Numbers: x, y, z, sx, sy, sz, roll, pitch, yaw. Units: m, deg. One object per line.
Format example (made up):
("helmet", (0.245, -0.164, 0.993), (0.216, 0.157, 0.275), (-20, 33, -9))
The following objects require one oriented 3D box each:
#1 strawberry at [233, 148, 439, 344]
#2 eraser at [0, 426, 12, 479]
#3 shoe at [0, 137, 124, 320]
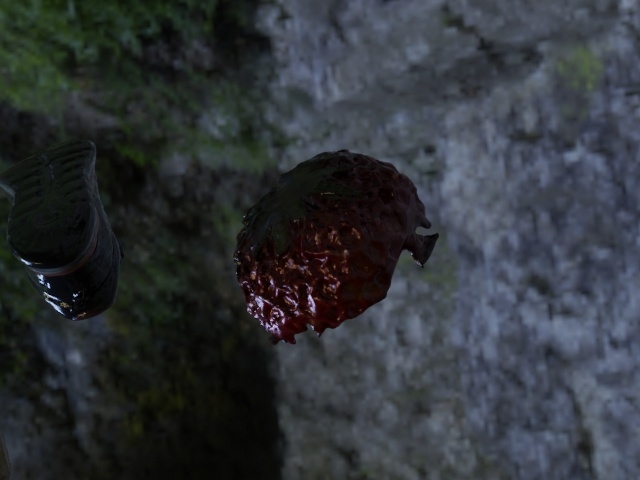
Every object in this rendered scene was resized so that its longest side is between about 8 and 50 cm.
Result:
("strawberry", (0.000, 0.000, 0.912), (0.145, 0.086, 0.145), (-33, -150, 22))
("eraser", (-0.332, 0.027, 0.941), (0.078, 0.343, 0.144), (-27, 168, 38))
("shoe", (-0.265, -0.012, 1.475), (0.114, 0.137, 0.291), (-23, -149, -2))
